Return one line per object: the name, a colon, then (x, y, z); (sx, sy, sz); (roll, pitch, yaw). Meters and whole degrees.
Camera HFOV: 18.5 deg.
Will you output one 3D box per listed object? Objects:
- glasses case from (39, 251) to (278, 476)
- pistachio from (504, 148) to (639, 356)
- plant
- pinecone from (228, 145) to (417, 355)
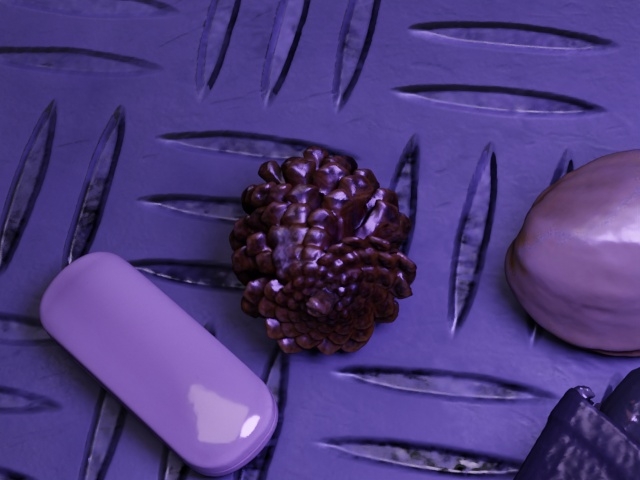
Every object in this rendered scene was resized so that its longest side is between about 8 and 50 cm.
glasses case: (-0.166, 0.122, 1.993); (0.113, 0.075, 0.297); (-44, 61, -11)
pistachio: (0.321, 0.011, 1.900); (0.288, 0.166, 0.197); (-4, 85, 6)
plant: (0.270, 0.222, 1.808); (0.256, 0.142, 0.164); (-42, 61, 2)
pinecone: (-0.001, -0.002, 1.970); (0.186, 0.168, 0.212); (-16, 59, 6)
